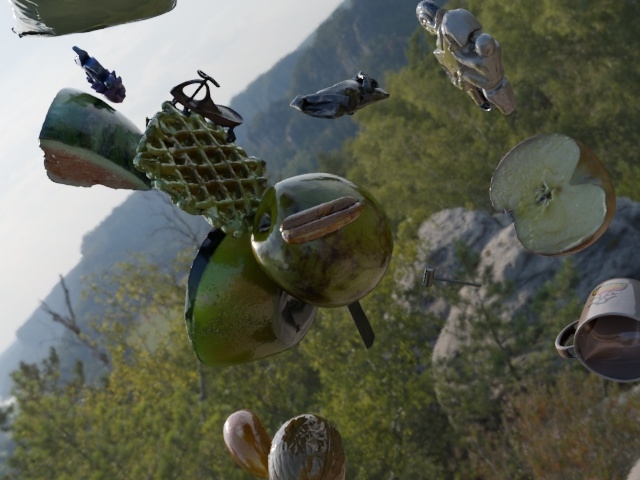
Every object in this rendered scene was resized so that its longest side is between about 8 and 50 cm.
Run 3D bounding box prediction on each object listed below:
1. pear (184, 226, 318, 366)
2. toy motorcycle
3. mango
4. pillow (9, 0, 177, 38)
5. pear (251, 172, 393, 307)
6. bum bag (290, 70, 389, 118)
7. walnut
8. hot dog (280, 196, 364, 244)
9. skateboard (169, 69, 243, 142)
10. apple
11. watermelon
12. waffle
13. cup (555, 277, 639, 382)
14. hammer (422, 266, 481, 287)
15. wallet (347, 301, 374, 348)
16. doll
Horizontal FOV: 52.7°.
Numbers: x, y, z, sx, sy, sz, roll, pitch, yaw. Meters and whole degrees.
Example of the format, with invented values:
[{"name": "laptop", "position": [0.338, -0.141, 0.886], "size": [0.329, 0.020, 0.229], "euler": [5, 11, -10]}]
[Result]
[{"name": "pear", "position": [-0.122, 0.126, 1.499], "size": [0.165, 0.399, 0.399], "euler": [12, 44, 26]}, {"name": "toy motorcycle", "position": [0.372, -0.451, 1.593], "size": [0.108, 0.340, 0.223], "euler": [-44, 25, -7]}, {"name": "mango", "position": [-0.170, 0.504, 1.577], "size": [0.102, 0.141, 0.217], "euler": [-28, 32, -17]}, {"name": "pillow", "position": [-0.366, -0.417, 1.050], "size": [0.310, 0.119, 0.312], "euler": [-14, 5, -16]}, {"name": "pear", "position": [0.000, 0.000, 1.274], "size": [0.283, 0.283, 0.283], "euler": [-43, 10, 10]}, {"name": "bum bag", "position": [0.053, -0.314, 1.419], "size": [0.248, 0.102, 0.069], "euler": [-32, -21, -35]}, {"name": "walnut", "position": [-0.028, 0.463, 1.352], "size": [0.167, 0.167, 0.207], "euler": [-40, 25, 23]}, {"name": "hot dog", "position": [0.004, -0.032, 1.044], "size": [0.144, 0.038, 0.062], "euler": [-21, 42, -8]}, {"name": "skateboard", "position": [-0.191, -0.237, 1.120], "size": [0.080, 0.151, 0.067], "euler": [-47, 53, 16]}, {"name": "apple", "position": [0.574, -0.099, 1.557], "size": [0.163, 0.293, 0.251], "euler": [9, -35, -46]}, {"name": "watermelon", "position": [-0.503, -0.194, 1.426], "size": [0.201, 0.262, 0.213], "euler": [-38, 39, 31]}, {"name": "waffle", "position": [-0.238, -0.146, 1.315], "size": [0.073, 0.297, 0.317], "euler": [-43, 24, 33]}, {"name": "cup", "position": [0.704, 0.215, 1.578], "size": [0.253, 0.191, 0.200], "euler": [-26, 12, 37]}, {"name": "hammer", "position": [0.254, 0.078, 1.246], "size": [0.019, 0.110, 0.035], "euler": [-67, -15, -68]}, {"name": "wallet", "position": [0.122, 0.242, 1.933], "size": [0.018, 0.156, 0.082], "euler": [-20, 12, 23]}, {"name": "doll", "position": [-0.490, -0.365, 1.440], "size": [0.067, 0.110, 0.206], "euler": [-52, -19, -10]}]
